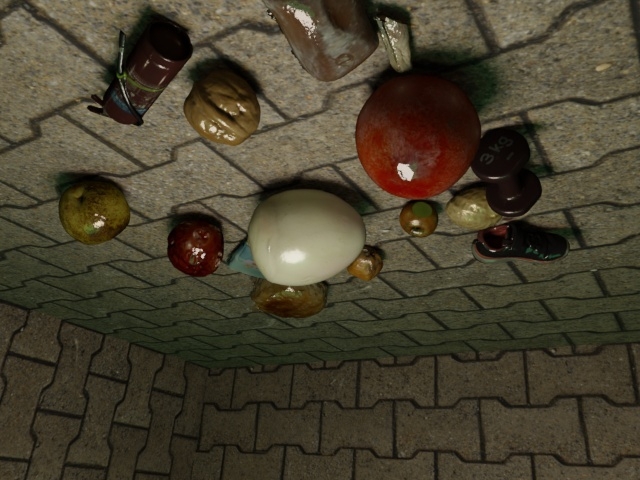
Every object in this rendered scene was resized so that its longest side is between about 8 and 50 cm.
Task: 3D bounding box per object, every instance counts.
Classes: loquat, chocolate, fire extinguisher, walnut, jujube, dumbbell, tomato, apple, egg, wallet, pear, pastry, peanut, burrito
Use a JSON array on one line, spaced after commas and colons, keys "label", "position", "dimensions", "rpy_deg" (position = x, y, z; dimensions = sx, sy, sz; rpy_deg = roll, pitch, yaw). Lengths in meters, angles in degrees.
[{"label": "loquat", "position": [0.157, 0.078, 1.984], "dimensions": [0.137, 0.113, 0.137], "rpy_deg": [20, 143, 16]}, {"label": "chocolate", "position": [0.015, -0.375, 0.981], "dimensions": [0.161, 0.083, 0.261], "rpy_deg": [-37, 146, 8]}, {"label": "fire extinguisher", "position": [-0.401, -0.338, 1.197], "dimensions": [0.141, 0.105, 0.341], "rpy_deg": [36, 143, -24]}, {"label": "walnut", "position": [-0.210, -0.287, 1.226], "dimensions": [0.166, 0.149, 0.166], "rpy_deg": [-3, 123, -4]}, {"label": "jujube", "position": [-0.422, 0.029, 1.887], "dimensions": [0.197, 0.197, 0.290], "rpy_deg": [13, 163, -16]}, {"label": "dumbbell", "position": [0.454, -0.160, 1.371], "dimensions": [0.124, 0.140, 0.225], "rpy_deg": [42, 179, 38]}, {"label": "tomato", "position": [0.201, -0.210, 1.184], "dimensions": [0.265, 0.265, 0.265], "rpy_deg": [4, 155, 2]}, {"label": "apple", "position": [0.290, -0.064, 1.659], "dimensions": [0.114, 0.102, 0.099], "rpy_deg": [10, 143, 7]}, {"label": "egg", "position": [-0.041, -0.013, 1.622], "dimensions": [0.345, 0.283, 0.283], "rpy_deg": [-9, 154, 2]}, {"label": "wallet", "position": [-0.228, 0.063, 2.054], "dimensions": [0.176, 0.075, 0.250], "rpy_deg": [19, 153, -19]}, {"label": "pear", "position": [-0.677, -0.092, 1.677], "dimensions": [0.197, 0.197, 0.197], "rpy_deg": [4, 155, 2]}, {"label": "pastry", "position": [-0.126, 0.222, 2.302], "dimensions": [0.330, 0.136, 0.329], "rpy_deg": [5, 154, 3]}, {"label": "peanut", "position": [0.434, -0.088, 1.560], "dimensions": [0.140, 0.109, 0.159], "rpy_deg": [7, 163, -40]}, {"label": "burrito", "position": [0.145, -0.380, 1.071], "dimensions": [0.055, 0.041, 0.149], "rpy_deg": [-24, 145, 8]}]

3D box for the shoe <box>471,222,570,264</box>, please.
[{"label": "shoe", "position": [0.609, 0.000, 1.731], "dimensions": [0.291, 0.114, 0.137], "rpy_deg": [-1, 149, 22]}]
